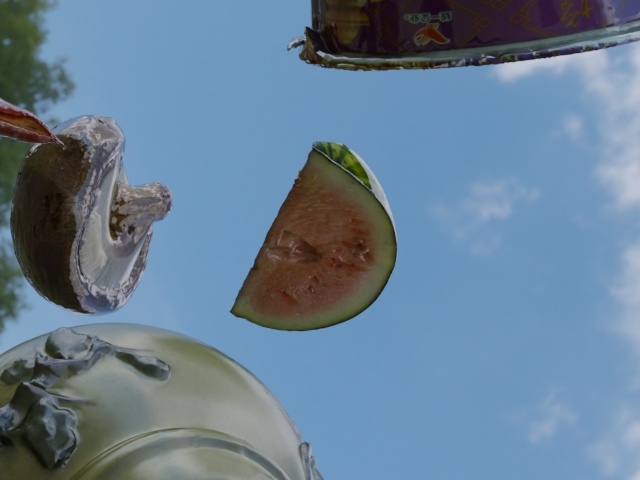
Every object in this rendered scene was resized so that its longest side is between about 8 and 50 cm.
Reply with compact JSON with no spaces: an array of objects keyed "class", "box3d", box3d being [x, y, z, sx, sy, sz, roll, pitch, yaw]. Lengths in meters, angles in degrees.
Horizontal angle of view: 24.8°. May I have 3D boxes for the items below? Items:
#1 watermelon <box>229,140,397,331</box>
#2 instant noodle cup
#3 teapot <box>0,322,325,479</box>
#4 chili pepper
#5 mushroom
[{"class":"watermelon","box3d":[0.007,-0.007,0.963,0.087,0.069,0.163,21,-48,-10]},{"class":"instant noodle cup","box3d":[0.122,-0.287,1.086,0.340,0.340,0.265,10,-64,47]},{"class":"teapot","box3d":[-0.080,0.117,0.548,0.183,0.269,0.173,7,-101,60]},{"class":"chili pepper","box3d":[-0.261,-0.104,1.054,0.178,0.045,0.027,21,-10,7]},{"class":"mushroom","box3d":[-0.262,-0.024,1.553,0.138,0.194,0.231,20,-44,27]}]
